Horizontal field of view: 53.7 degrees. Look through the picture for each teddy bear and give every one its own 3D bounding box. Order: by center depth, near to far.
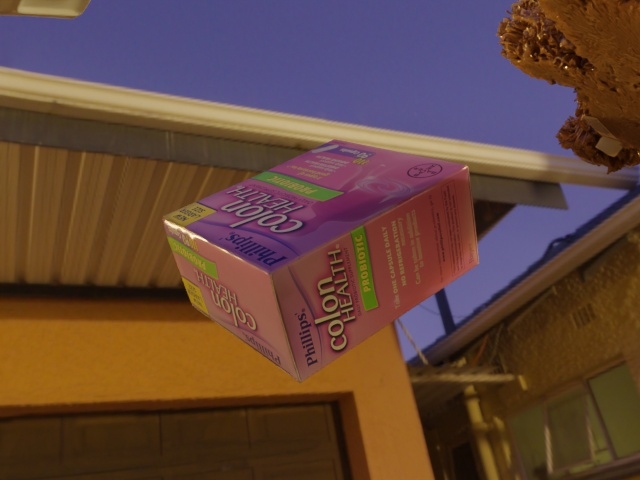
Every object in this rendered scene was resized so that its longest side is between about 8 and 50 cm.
[{"bbox_3d":[0.267,-0.132,0.496,0.338,0.245,0.113,36,-91,-42],"label":"teddy bear"}]

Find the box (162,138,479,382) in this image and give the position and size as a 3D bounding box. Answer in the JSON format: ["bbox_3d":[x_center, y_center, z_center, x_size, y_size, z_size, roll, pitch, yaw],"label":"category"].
[{"bbox_3d":[0.000,0.000,0.659,0.242,0.213,0.117,-29,-60,-28],"label":"box"}]

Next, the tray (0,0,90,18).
[{"bbox_3d":[-0.253,-0.332,0.676,0.270,0.030,0.145,-40,-5,32],"label":"tray"}]
